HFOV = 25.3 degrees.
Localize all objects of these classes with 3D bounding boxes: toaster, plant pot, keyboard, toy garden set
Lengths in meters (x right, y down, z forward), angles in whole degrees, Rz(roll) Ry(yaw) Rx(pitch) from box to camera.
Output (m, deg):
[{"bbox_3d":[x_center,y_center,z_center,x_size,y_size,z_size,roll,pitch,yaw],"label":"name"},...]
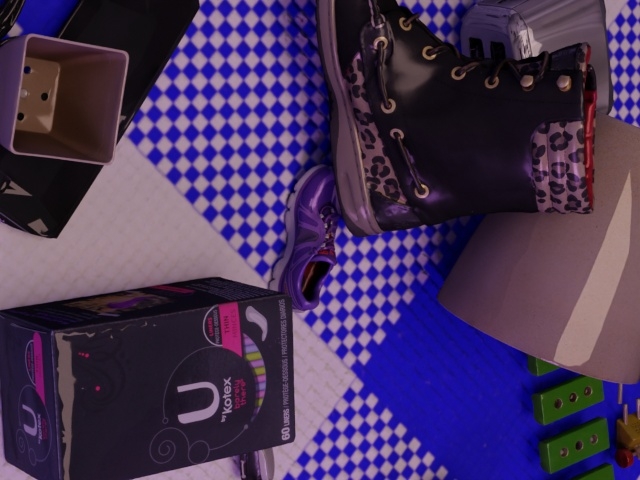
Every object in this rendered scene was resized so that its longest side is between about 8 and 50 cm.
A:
[{"bbox_3d":[0.260,-0.209,1.721,0.146,0.129,0.227,-23,116,-27],"label":"toaster"},{"bbox_3d":[-0.258,-0.136,1.343,0.109,0.096,0.109,5,96,-40],"label":"plant pot"},{"bbox_3d":[0.306,-0.010,1.666,0.256,0.256,0.274,16,101,-36],"label":"plant pot"},{"bbox_3d":[-0.262,-0.173,1.415,0.201,0.033,0.317,40,73,-37],"label":"keyboard"},{"bbox_3d":[0.359,0.221,1.902,0.204,0.049,0.244,-17,105,-31],"label":"toy garden set"}]

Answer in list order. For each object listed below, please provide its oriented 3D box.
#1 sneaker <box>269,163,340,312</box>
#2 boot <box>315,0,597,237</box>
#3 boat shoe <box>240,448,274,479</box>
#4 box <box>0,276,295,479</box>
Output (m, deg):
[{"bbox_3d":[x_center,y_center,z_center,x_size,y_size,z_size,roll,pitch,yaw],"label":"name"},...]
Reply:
[{"bbox_3d":[0.000,0.000,1.600,0.068,0.071,0.170,13,88,-36],"label":"sneaker"},{"bbox_3d":[0.148,-0.187,1.536,0.138,0.284,0.377,-37,124,-68],"label":"boot"},{"bbox_3d":[-0.078,0.211,1.595,0.046,0.038,0.125,-52,137,-71],"label":"boat shoe"},{"bbox_3d":[-0.174,0.139,1.452,0.270,0.143,0.165,-9,101,-34],"label":"box"}]
